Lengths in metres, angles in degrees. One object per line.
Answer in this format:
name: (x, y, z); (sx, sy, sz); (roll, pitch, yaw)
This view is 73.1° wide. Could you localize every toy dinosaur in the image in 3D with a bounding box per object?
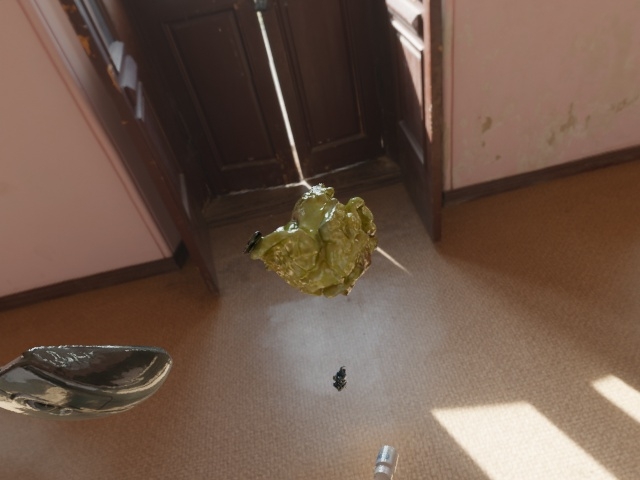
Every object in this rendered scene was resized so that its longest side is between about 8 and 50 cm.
toy dinosaur: (0.061, 0.413, 1.290); (0.031, 0.083, 0.047); (12, 29, 30)

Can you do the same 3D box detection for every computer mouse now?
computer mouse: (-0.471, 0.293, 0.874); (0.188, 0.371, 0.121); (-39, 56, 25)

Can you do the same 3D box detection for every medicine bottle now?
medicine bottle: (0.167, 0.576, 1.107); (0.052, 0.052, 0.089); (3, 21, 20)

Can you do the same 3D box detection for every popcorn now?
popcorn: (0.007, 0.005, 1.015); (0.237, 0.293, 0.293); (36, 55, 6)
